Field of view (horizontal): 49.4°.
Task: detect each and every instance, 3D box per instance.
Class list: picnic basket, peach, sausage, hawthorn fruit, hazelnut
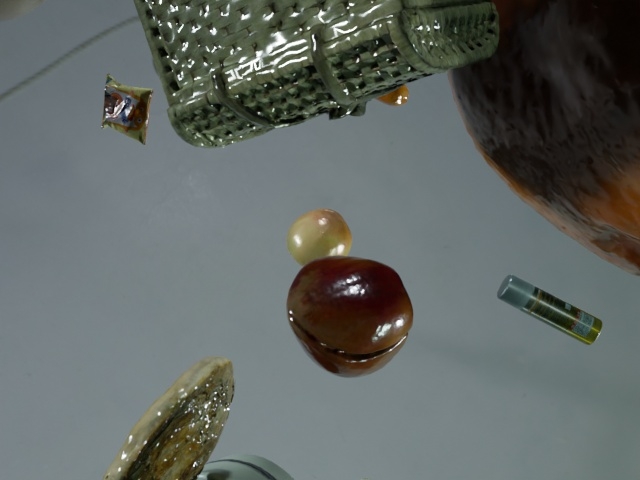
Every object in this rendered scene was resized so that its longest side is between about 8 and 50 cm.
[{"bbox_3d":[-0.005,-0.153,0.454,0.134,0.196,0.154,-29,104,-51],"label":"picnic basket"},{"bbox_3d":[0.000,0.000,1.885,0.184,0.184,0.184,3,75,-12],"label":"peach"},{"bbox_3d":[0.150,-0.459,1.985,0.238,0.098,0.098,37,69,24],"label":"sausage"},{"bbox_3d":[0.347,-0.149,0.557,0.471,0.472,0.472,3,75,-12],"label":"hawthorn fruit"},{"bbox_3d":[0.032,0.115,1.070,0.208,0.208,0.208,3,75,-12],"label":"hazelnut"}]

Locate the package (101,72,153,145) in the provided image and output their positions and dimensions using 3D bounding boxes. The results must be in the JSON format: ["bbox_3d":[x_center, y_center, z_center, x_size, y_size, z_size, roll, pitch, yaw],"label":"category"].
[{"bbox_3d":[-0.366,-0.248,1.312,0.120,0.031,0.108,22,113,21],"label":"package"}]

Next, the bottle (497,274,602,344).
[{"bbox_3d":[0.636,0.191,1.937,0.286,0.082,0.082,28,71,2],"label":"bottle"}]

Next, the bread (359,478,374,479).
[{"bbox_3d":[0.085,0.605,1.667,0.068,0.153,0.028,24,47,-22],"label":"bread"}]

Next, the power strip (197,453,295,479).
[{"bbox_3d":[-0.185,0.611,1.378,0.357,0.161,0.358,-1,88,26],"label":"power strip"}]

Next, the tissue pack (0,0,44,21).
[{"bbox_3d":[-0.420,-0.389,0.663,0.387,0.277,0.268,18,66,-25],"label":"tissue pack"}]

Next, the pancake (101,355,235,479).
[{"bbox_3d":[-0.246,0.346,1.162,0.065,0.356,0.356,30,70,20],"label":"pancake"}]
